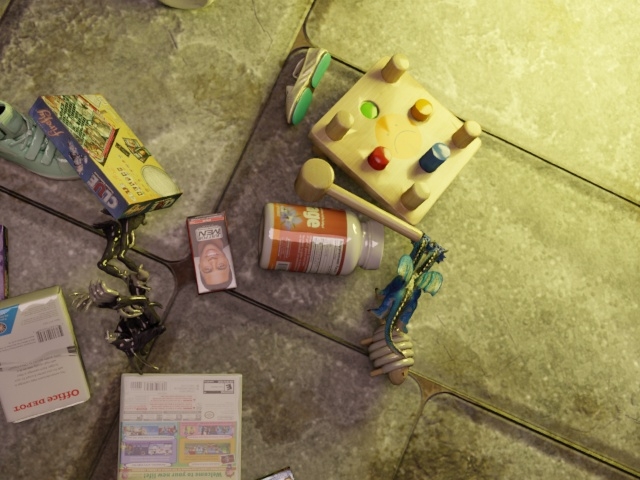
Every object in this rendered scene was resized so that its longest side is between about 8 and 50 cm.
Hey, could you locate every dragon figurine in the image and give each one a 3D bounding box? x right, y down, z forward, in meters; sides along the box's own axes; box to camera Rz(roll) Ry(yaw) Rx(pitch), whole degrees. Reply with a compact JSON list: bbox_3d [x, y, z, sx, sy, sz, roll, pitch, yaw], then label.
[{"bbox_3d":[0.159,0.082,1.545,0.085,0.289,0.144,31,116,-2],"label":"dragon figurine"}]

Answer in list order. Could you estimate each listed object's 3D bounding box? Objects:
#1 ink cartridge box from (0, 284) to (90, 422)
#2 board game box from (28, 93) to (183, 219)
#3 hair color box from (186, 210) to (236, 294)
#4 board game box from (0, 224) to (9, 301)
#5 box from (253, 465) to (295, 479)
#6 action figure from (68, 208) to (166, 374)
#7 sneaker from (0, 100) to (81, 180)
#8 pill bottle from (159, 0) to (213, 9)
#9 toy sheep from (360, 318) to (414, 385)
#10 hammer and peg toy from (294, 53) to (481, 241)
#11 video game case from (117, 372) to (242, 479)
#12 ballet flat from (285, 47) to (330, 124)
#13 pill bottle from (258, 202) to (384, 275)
[{"bbox_3d":[-0.478,0.188,1.454,0.140,0.082,0.190,-15,104,-12],"label":"ink cartridge box"},{"bbox_3d":[-0.367,-0.149,1.498,0.042,0.165,0.243,-44,81,24],"label":"board game box"},{"bbox_3d":[-0.197,0.023,1.572,0.072,0.043,0.141,-9,84,-12],"label":"hair color box"},{"bbox_3d":[-0.612,0.061,1.493,0.141,0.048,0.170,-3,82,-9],"label":"board game box"},{"bbox_3d":[-0.101,0.467,1.529,0.137,0.027,0.094,-20,86,-12],"label":"box"},{"bbox_3d":[-0.348,0.091,1.481,0.141,0.164,0.275,2,72,-37],"label":"action figure"},{"bbox_3d":[-0.499,-0.175,1.496,0.256,0.151,0.094,13,78,-9],"label":"sneaker"},{"bbox_3d":[-0.248,-0.549,1.613,0.117,0.117,0.215,3,81,-9],"label":"pill bottle"},{"bbox_3d":[0.125,0.198,1.581,0.091,0.091,0.132,-15,79,-12],"label":"toy sheep"},{"bbox_3d":[0.114,-0.145,1.569,0.266,0.127,0.361,41,61,-2],"label":"hammer and peg toy"},{"bbox_3d":[-0.245,0.331,1.528,0.212,0.023,0.193,2,81,-10],"label":"video game case"},{"bbox_3d":[-0.035,-0.293,1.651,0.052,0.057,0.168,20,73,22],"label":"ballet flat"},{"bbox_3d":[0.000,0.000,1.570,0.216,0.121,0.121,5,81,-10],"label":"pill bottle"}]
